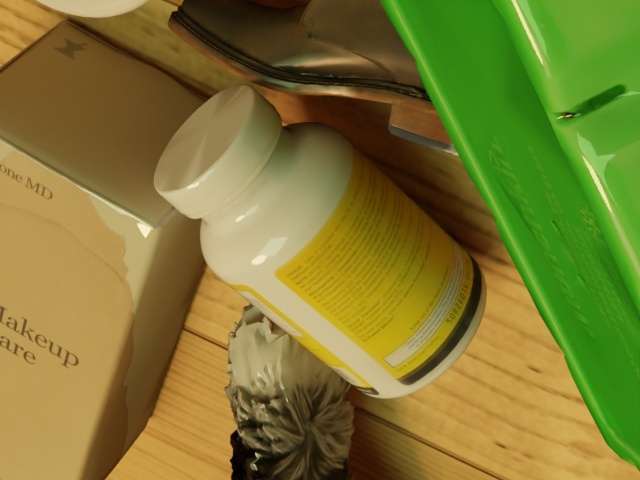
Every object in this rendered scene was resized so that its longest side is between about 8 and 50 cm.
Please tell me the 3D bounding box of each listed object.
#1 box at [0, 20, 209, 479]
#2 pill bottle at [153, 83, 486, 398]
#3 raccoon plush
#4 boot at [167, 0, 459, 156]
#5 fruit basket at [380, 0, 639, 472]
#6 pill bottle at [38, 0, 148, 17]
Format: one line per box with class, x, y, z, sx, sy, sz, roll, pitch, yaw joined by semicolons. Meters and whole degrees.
box;-0.167;0.031;0.859;0.148;0.121;0.311;29;133;8
pill bottle;0.000;0.000;0.728;0.103;0.103;0.184;-23;127;39
raccoon plush;-0.066;0.242;0.977;0.299;0.216;0.446;4;96;43
boot;0.022;-0.123;0.694;0.219;0.082;0.106;22;107;23
fruit basket;0.250;-0.080;0.509;0.392;0.283;0.392;-4;107;-14
pill bottle;-0.070;-0.188;0.598;0.112;0.186;0.112;14;129;19
